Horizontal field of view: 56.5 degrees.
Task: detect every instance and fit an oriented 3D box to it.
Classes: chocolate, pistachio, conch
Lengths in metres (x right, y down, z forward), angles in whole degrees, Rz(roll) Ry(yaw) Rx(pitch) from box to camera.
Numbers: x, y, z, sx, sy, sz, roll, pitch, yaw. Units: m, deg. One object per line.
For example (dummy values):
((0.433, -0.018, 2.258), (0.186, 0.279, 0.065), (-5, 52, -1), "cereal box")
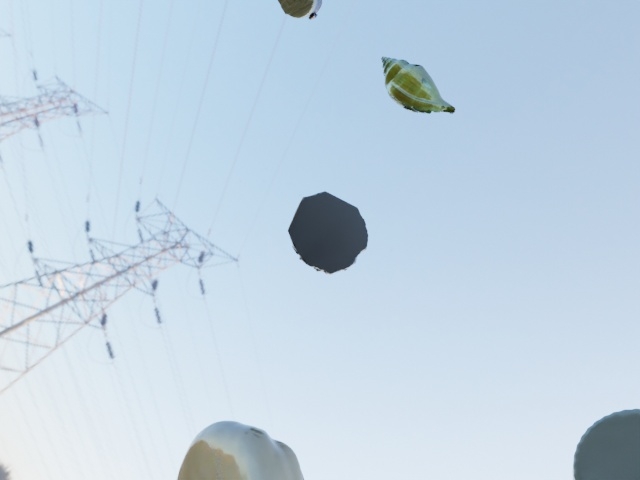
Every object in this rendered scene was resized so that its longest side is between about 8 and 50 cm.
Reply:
((0.000, 0.000, 1.138), (0.156, 0.156, 0.133), (58, -20, 0), "chocolate")
((-0.080, 0.276, 0.580), (0.215, 0.144, 0.143), (-102, -162, -45), "pistachio")
((0.185, -0.314, 1.222), (0.079, 0.095, 0.200), (84, -18, -49), "conch")

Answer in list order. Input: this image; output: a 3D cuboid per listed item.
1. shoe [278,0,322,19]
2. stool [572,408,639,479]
((-0.050, -0.572, 1.275), (0.099, 0.126, 0.227), (-25, -98, 30), "shoe")
((0.628, 0.502, 1.132), (0.297, 0.297, 0.330), (17, -30, 40), "stool")
